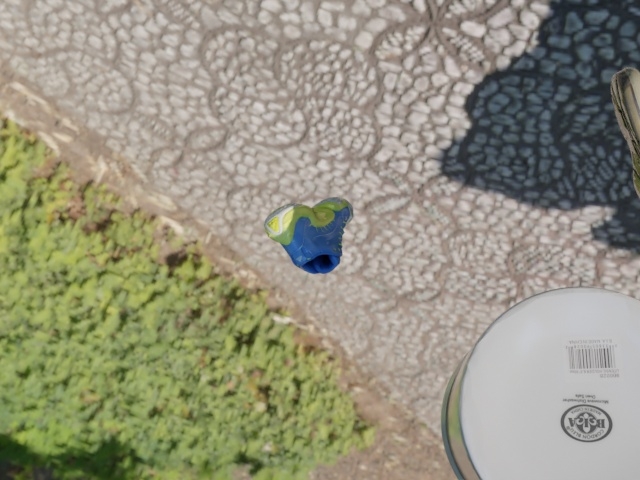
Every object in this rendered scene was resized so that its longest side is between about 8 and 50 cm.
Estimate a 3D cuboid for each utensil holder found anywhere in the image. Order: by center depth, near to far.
[{"bbox_3d":[0.335,0.248,1.229,0.328,0.327,0.385,12,169,9],"label":"utensil holder"}]

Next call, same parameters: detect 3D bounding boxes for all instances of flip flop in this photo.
[{"bbox_3d":[0.437,-0.098,1.112,0.080,0.112,0.277,-24,113,8],"label":"flip flop"}]

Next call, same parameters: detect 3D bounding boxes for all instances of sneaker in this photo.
[{"bbox_3d":[0.000,0.000,1.512,0.091,0.126,0.240,-37,166,32],"label":"sneaker"}]
